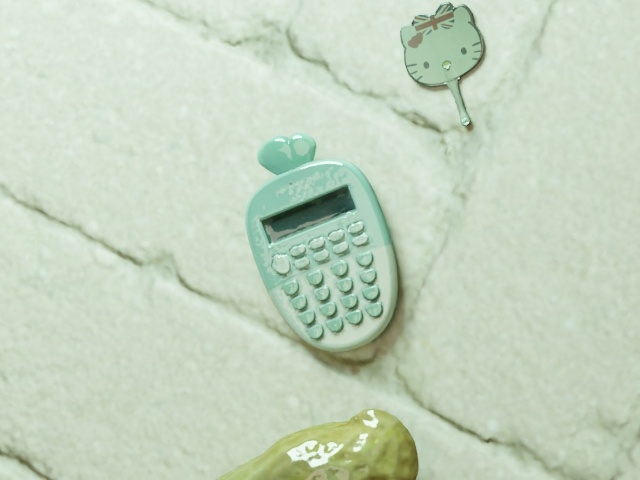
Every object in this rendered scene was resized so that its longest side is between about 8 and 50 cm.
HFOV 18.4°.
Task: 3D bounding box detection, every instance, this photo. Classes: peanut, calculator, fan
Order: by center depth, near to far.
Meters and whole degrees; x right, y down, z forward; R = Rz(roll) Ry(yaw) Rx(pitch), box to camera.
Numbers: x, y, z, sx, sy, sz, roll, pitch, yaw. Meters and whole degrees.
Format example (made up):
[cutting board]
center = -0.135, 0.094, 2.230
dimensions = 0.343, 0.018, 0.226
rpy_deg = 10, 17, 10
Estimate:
[peanut]
center = -0.020, 0.177, 1.289
dimensions = 0.194, 0.083, 0.093
rpy_deg = -30, 65, 18
[fan]
center = 0.085, -0.115, 1.304
dimensions = 0.056, 0.004, 0.083
rpy_deg = -21, 81, 17
[calculator]
center = 0.000, 0.000, 1.322
dimensions = 0.095, 0.021, 0.153
rpy_deg = -22, 81, 17
